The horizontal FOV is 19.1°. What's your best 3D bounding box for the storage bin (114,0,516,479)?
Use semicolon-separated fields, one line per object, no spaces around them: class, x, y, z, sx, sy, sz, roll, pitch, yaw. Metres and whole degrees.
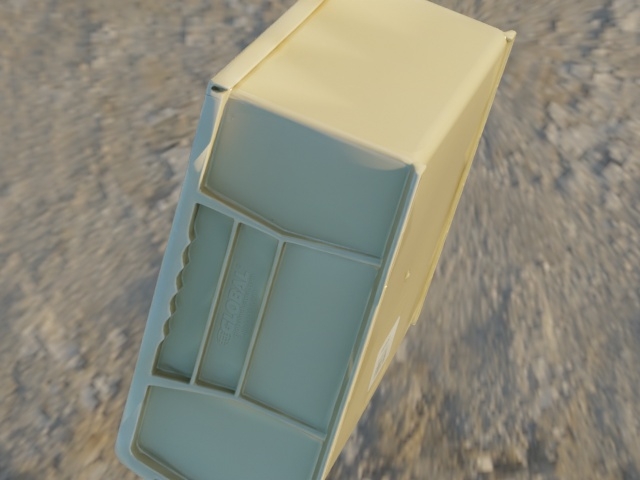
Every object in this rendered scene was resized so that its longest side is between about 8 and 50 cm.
storage bin;0.000;0.000;1.140;0.123;0.262;0.260;21;117;7
